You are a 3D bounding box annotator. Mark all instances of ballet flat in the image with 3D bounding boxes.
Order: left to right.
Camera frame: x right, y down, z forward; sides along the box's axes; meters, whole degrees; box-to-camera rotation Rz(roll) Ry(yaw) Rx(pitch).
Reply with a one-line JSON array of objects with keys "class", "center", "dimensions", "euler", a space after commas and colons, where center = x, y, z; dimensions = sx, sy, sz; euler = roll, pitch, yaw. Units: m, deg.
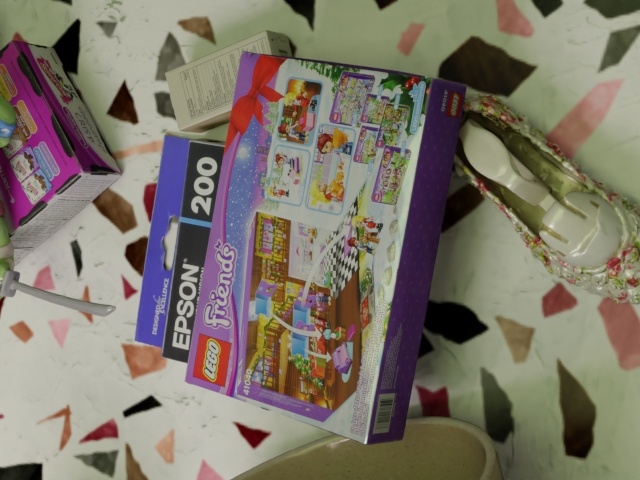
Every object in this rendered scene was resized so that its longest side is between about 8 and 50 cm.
[{"class": "ballet flat", "center": [0.177, -0.032, 1.137], "dimensions": [0.241, 0.077, 0.091], "euler": [40, 104, 22]}]

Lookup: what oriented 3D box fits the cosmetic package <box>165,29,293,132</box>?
[{"class": "cosmetic package", "center": [-0.080, -0.143, 1.297], "dimensions": [0.115, 0.041, 0.060], "euler": [-17, 82, 27]}]

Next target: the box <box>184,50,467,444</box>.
[{"class": "box", "center": [0.000, 0.000, 1.176], "dimensions": [0.201, 0.057, 0.293], "euler": [14, 96, 37]}]

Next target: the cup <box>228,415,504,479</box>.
[{"class": "cup", "center": [0.024, 0.318, 1.108], "dimensions": [0.331, 0.331, 0.237], "euler": [-18, 102, 27]}]

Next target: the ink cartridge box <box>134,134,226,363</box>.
[{"class": "ink cartridge box", "center": [-0.084, 0.015, 1.295], "dimensions": [0.208, 0.045, 0.206], "euler": [10, 94, 29]}]

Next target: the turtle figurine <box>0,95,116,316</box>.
[{"class": "turtle figurine", "center": [-0.376, -0.004, 1.287], "dimensions": [0.266, 0.198, 0.275], "euler": [-32, 72, 28]}]

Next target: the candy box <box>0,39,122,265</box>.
[{"class": "candy box", "center": [-0.326, -0.064, 1.411], "dimensions": [0.233, 0.071, 0.159], "euler": [-36, 73, 22]}]
